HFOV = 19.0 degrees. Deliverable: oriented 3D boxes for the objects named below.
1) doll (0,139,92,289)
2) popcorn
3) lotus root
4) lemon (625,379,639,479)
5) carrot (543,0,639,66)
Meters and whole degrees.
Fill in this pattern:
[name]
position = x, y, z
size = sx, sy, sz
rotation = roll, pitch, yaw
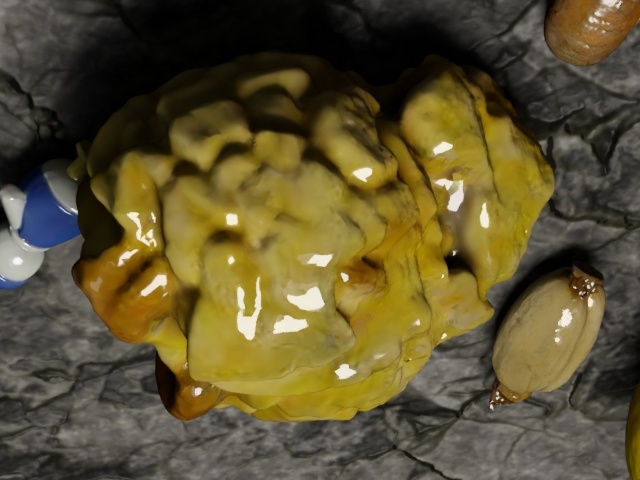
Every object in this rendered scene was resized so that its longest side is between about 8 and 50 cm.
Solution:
[doll]
position = -0.190, -0.012, 1.304
size = 0.143, 0.058, 0.099
rotation = -44, 146, 26
[popcorn]
position = 0.000, 0.000, 1.250
size = 0.332, 0.225, 0.265
rotation = -21, 132, -22
[lotus root]
position = 0.170, 0.071, 1.447
size = 0.073, 0.062, 0.150
rotation = -6, 138, -38
[lemon]
position = 0.378, 0.147, 1.416
size = 0.297, 0.297, 0.297
rotation = -6, 132, -7
[carrot]
position = 0.199, -0.190, 1.226
size = 0.060, 0.060, 0.186
rotation = 12, 127, -21
